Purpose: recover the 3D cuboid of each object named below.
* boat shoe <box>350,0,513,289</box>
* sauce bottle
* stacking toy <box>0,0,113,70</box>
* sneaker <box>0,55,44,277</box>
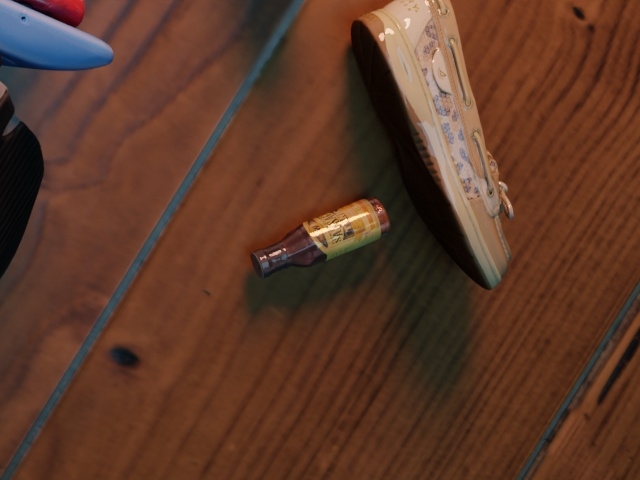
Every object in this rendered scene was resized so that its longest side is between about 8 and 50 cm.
[{"bbox_3d":[0.121,-0.085,1.093,0.089,0.104,0.285,-30,116,-12],"label":"boat shoe"},{"bbox_3d":[0.000,0.000,1.097,0.128,0.042,0.042,-24,115,-19],"label":"sauce bottle"},{"bbox_3d":[-0.214,-0.279,0.855,0.175,0.165,0.302,18,87,-45],"label":"stacking toy"},{"bbox_3d":[-0.288,-0.065,0.852,0.146,0.330,0.122,21,61,7],"label":"sneaker"}]
